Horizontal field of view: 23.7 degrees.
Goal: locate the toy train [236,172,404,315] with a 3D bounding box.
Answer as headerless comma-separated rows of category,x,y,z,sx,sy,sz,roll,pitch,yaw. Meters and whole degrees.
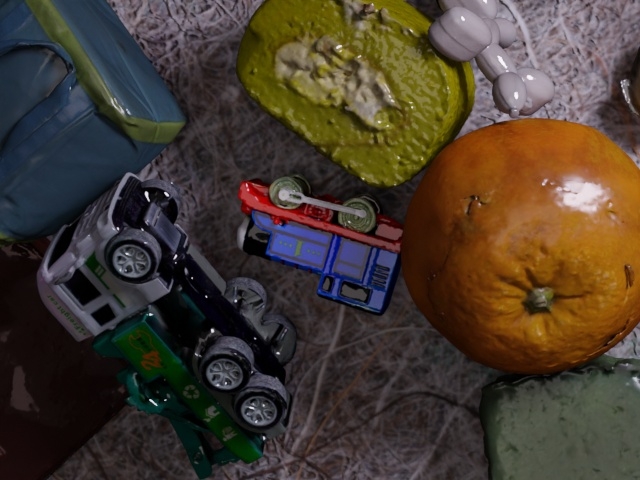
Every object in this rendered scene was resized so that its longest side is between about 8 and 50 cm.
toy train,0.000,0.000,1.766,0.204,0.083,0.131,18,99,9

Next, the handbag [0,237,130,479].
handbag,-0.373,0.158,1.847,0.275,0.084,0.260,-40,89,11

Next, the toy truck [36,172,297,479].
toy truck,-0.161,0.107,1.720,0.178,0.176,0.363,-28,112,18

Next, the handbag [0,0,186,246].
handbag,-0.323,-0.153,1.743,0.241,0.222,0.263,-35,87,15

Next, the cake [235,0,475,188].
cake,0.043,-0.190,1.701,0.260,0.156,0.179,37,109,7

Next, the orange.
orange,0.227,0.006,1.646,0.284,0.226,0.283,2,119,4

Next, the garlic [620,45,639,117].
garlic,0.386,-0.195,1.684,0.084,0.066,0.152,16,103,42

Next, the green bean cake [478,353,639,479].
green bean cake,0.298,0.242,1.712,0.223,0.125,0.227,-8,91,13

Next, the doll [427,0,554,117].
doll,0.186,-0.200,1.637,0.160,0.161,0.059,41,122,-17

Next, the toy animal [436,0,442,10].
toy animal,0.247,-0.348,1.692,0.324,0.090,0.195,-3,101,18
